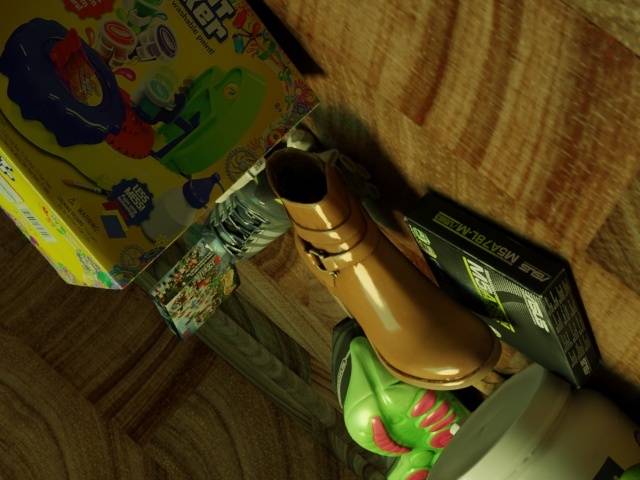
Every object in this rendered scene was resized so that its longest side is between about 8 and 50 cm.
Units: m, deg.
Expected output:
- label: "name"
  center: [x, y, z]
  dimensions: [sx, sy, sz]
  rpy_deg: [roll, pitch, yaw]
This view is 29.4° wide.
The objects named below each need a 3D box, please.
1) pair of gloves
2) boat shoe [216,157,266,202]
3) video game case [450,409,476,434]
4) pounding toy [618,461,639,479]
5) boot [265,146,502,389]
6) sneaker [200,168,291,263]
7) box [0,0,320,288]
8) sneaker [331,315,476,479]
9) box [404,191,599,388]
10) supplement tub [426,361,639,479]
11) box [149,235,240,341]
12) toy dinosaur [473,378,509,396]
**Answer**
- label: "pair of gloves"
  center: [-0.045, -0.120, 1.379]
  dimensions: [0.240, 0.042, 0.204]
  rpy_deg: [48, 165, -25]
- label: "boat shoe"
  center: [-0.147, -0.112, 1.474]
  dimensions: [0.096, 0.088, 0.267]
  rpy_deg: [43, 179, -35]
- label: "video game case"
  center: [0.256, 0.259, 1.546]
  dimensions: [0.143, 0.019, 0.157]
  rpy_deg: [36, -155, 23]
- label: "pounding toy"
  center: [0.388, 0.225, 1.102]
  dimensions: [0.183, 0.110, 0.237]
  rpy_deg: [31, 171, -10]
- label: "boot"
  center: [0.059, 0.022, 1.273]
  dimensions: [0.283, 0.109, 0.220]
  rpy_deg: [43, 167, 49]
- label: "sneaker"
  center: [-0.090, -0.027, 1.583]
  dimensions: [0.111, 0.121, 0.300]
  rpy_deg: [42, 170, 0]
- label: "box"
  center: [-0.212, -0.153, 1.177]
  dimensions: [0.290, 0.279, 0.177]
  rpy_deg: [51, 158, -19]
- label: "sneaker"
  center: [0.128, 0.226, 1.769]
  dimensions: [0.483, 0.185, 0.202]
  rpy_deg: [64, -176, -63]
- label: "box"
  center: [0.188, 0.052, 1.253]
  dimensions: [0.184, 0.045, 0.190]
  rpy_deg: [35, 166, 38]
- label: "supplement tub"
  center: [0.298, 0.312, 1.335]
  dimensions: [0.325, 0.235, 0.235]
  rpy_deg: [42, 166, -1]
- label: "box"
  center: [-0.227, 0.087, 2.243]
  dimensions: [0.044, 0.159, 0.233]
  rpy_deg: [40, 166, 15]
- label: "toy dinosaur"
  center: [0.245, 0.198, 1.537]
  dimensions: [0.211, 0.064, 0.112]
  rpy_deg: [-5, 112, 61]
